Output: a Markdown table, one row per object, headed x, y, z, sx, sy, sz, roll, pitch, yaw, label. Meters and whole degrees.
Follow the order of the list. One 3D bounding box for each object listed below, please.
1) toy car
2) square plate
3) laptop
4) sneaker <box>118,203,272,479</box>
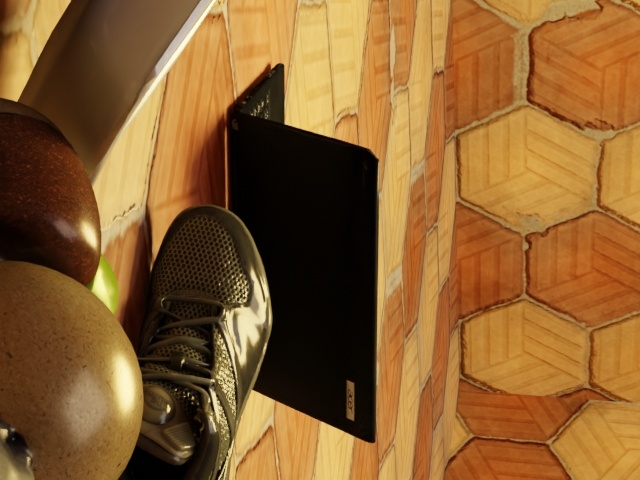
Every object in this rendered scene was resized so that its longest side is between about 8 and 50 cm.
| x | y | z | sx | sy | sz | roll | pitch | yaw | label |
| --- | --- | --- | --- | --- | --- | --- | --- | --- | --- |
| -0.117 | 0.053 | 0.555 | 0.188 | 0.149 | 0.155 | 56 | -5 | 34 | toy car |
| -0.043 | -0.147 | 0.768 | 0.344 | 0.049 | 0.347 | -58 | -172 | -22 | square plate |
| 0.000 | 0.000 | 1.415 | 0.264 | 0.136 | 0.234 | -59 | 152 | -69 | laptop |
| -0.085 | 0.078 | 1.103 | 0.130 | 0.087 | 0.227 | 81 | 20 | -74 | sneaker |
